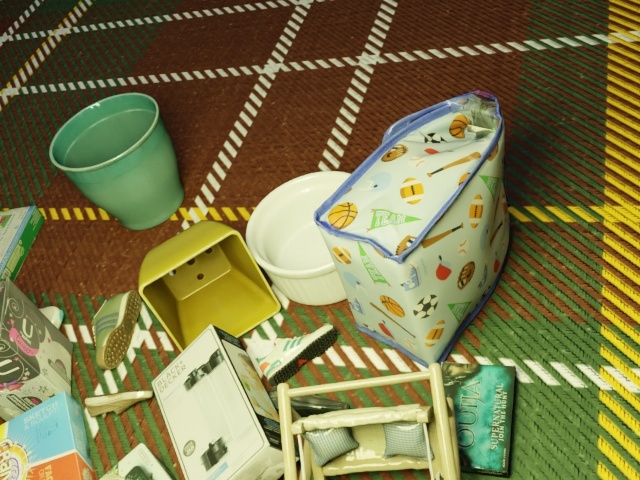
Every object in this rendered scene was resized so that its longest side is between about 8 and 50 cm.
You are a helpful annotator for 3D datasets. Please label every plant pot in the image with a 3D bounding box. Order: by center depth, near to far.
[{"bbox_3d":[-0.240,0.078,1.408,0.212,0.212,0.187,-32,32,-9],"label":"plant pot"},{"bbox_3d":[-0.464,-0.173,1.687,0.272,0.255,0.271,-11,46,11],"label":"plant pot"}]

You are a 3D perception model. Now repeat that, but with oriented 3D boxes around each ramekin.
[{"bbox_3d":[0.000,0.000,1.423,0.277,0.135,0.277,-12,45,12],"label":"ramekin"}]

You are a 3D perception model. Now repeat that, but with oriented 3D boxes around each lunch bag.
[{"bbox_3d":[0.202,-0.032,1.240,0.239,0.328,0.385,27,64,36],"label":"lunch bag"}]

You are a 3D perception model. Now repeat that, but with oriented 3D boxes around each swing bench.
[{"bbox_3d":[0.076,0.341,1.022,0.253,0.165,0.254,-11,54,14],"label":"swing bench"}]

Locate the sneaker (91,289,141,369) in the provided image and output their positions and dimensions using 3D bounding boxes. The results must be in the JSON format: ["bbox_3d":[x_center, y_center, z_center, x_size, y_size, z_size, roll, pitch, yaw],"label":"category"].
[{"bbox_3d":[-0.448,0.193,1.476,0.086,0.064,0.192,-11,45,23],"label":"sneaker"}]

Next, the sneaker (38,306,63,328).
[{"bbox_3d":[-0.684,0.192,1.544,0.229,0.092,0.087,-17,43,4],"label":"sneaker"}]

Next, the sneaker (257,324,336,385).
[{"bbox_3d":[-0.048,0.198,1.309,0.161,0.057,0.075,-37,51,-10],"label":"sneaker"}]

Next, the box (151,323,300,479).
[{"bbox_3d":[-0.173,0.305,1.200,0.169,0.087,0.290,-44,44,8],"label":"box"}]

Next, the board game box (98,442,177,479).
[{"bbox_3d":[-0.331,0.511,1.098,0.303,0.097,0.224,-41,47,-16],"label":"board game box"}]

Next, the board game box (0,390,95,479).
[{"bbox_3d":[-0.578,0.453,1.273,0.317,0.064,0.242,-29,44,-6],"label":"board game box"}]

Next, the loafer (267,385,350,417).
[{"bbox_3d":[-0.025,0.282,1.219,0.170,0.062,0.061,1,44,21],"label":"loafer"}]

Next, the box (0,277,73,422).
[{"bbox_3d":[-0.612,0.223,1.374,0.142,0.247,0.163,-22,44,3],"label":"box"}]

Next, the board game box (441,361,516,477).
[{"bbox_3d":[0.247,0.285,1.130,0.126,0.026,0.186,0,48,21],"label":"board game box"}]

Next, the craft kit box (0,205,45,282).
[{"bbox_3d":[-0.871,0.029,1.804,0.247,0.061,0.250,-5,47,14],"label":"craft kit box"}]

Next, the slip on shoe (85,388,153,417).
[{"bbox_3d":[-0.388,0.315,1.349,0.135,0.051,0.041,-9,85,3],"label":"slip on shoe"}]
